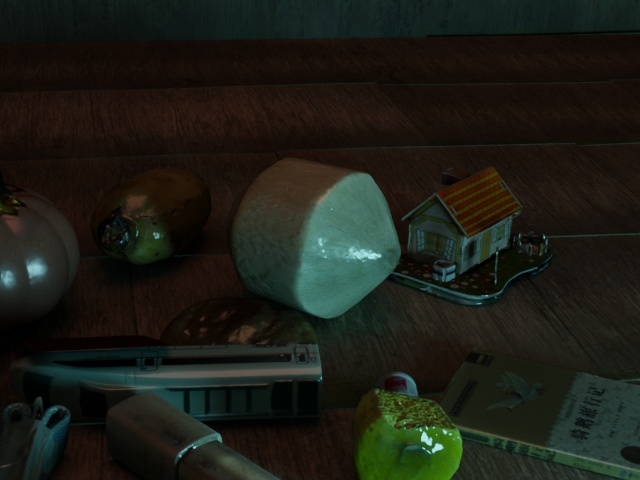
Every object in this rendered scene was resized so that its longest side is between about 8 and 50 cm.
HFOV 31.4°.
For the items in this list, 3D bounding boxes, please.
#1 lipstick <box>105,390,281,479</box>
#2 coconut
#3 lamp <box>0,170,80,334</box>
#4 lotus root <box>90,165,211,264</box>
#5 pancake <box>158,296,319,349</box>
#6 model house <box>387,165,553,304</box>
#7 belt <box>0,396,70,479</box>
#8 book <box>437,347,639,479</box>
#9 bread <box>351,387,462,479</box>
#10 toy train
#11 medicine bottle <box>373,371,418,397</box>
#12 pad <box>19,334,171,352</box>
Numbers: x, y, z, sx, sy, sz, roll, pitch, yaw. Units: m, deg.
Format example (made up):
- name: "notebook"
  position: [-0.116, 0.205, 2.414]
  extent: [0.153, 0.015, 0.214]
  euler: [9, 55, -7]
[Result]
- name: "lipstick"
  position: [-0.145, 0.262, 1.328]
  extent: [0.253, 0.079, 0.077]
  euler: [22, 31, 39]
- name: "coconut"
  position: [0.000, 0.000, 1.752]
  extent: [0.266, 0.237, 0.237]
  euler: [12, 25, 35]
- name: "lamp"
  position: [-0.511, 0.007, 1.679]
  extent: [0.305, 0.239, 0.305]
  euler: [1, 24, 0]
- name: "lotus root"
  position: [-0.287, -0.039, 1.930]
  extent: [0.160, 0.146, 0.284]
  euler: [-11, 11, 22]
- name: "pancake"
  position: [-0.120, 0.138, 1.649]
  extent: [0.242, 0.050, 0.242]
  euler: [1, 23, 0]
- name: "model house"
  position: [0.263, -0.025, 1.926]
  extent: [0.207, 0.154, 0.294]
  euler: [17, 27, 33]
- name: "belt"
  position: [-0.336, 0.281, 1.284]
  extent: [0.087, 0.072, 0.302]
  euler: [-4, 26, -3]
- name: "book"
  position: [0.321, 0.229, 1.516]
  extent: [0.310, 0.021, 0.217]
  euler: [11, 26, 20]
- name: "bread"
  position: [0.096, 0.243, 1.356]
  extent: [0.129, 0.111, 0.114]
  euler: [17, 17, -10]
- name: "toy train"
  position: [-0.202, 0.192, 1.481]
  extent: [0.407, 0.086, 0.088]
  euler: [-1, 27, -5]
- name: "medicine bottle"
  position: [0.099, 0.216, 1.477]
  extent: [0.058, 0.058, 0.091]
  euler: [2, 24, -1]
- name: "pad"
  position: [-0.310, 0.139, 1.542]
  extent: [0.181, 0.004, 0.267]
  euler: [-1, -2, -19]
